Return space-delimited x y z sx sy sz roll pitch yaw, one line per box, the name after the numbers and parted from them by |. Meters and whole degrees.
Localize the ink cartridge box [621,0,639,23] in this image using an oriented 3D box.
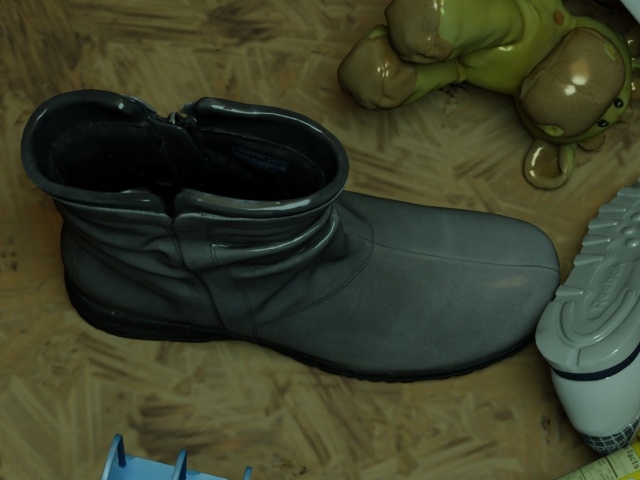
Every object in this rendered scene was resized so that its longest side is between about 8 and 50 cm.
0.251 -0.238 0.952 0.353 0.119 0.207 50 36 0 | ink cartridge box

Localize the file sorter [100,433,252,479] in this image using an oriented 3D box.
-0.056 0.191 0.833 0.170 0.104 0.118 14 68 0 | file sorter

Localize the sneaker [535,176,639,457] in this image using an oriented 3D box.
0.220 0.036 0.938 0.235 0.090 0.095 -45 123 -33 | sneaker

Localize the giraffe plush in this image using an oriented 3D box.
0.138 -0.127 0.963 0.170 0.181 0.210 43 36 -1 | giraffe plush

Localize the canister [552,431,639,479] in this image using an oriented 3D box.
0.159 0.199 0.844 0.169 0.073 0.126 -25 65 4 | canister

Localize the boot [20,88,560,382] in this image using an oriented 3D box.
0.000 0.000 0.847 0.338 0.223 0.118 -1 69 -6 | boot
